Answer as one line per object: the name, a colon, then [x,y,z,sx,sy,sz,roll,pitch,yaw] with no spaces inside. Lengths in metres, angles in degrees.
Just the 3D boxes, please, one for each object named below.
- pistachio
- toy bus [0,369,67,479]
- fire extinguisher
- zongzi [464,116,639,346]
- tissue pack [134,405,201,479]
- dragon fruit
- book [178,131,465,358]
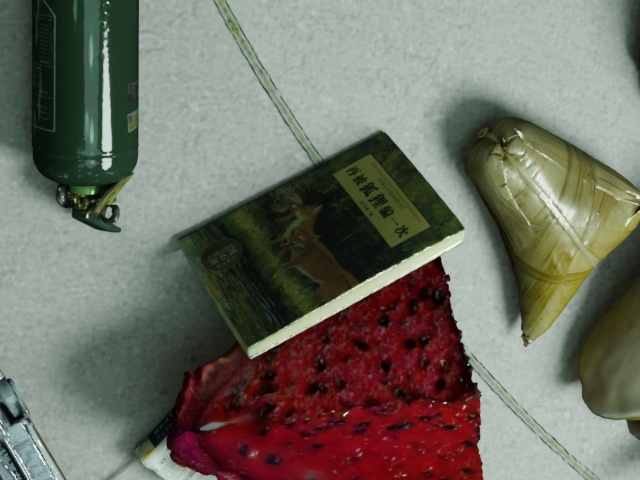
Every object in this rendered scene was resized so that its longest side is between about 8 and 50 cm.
pistachio: [0.387,0.091,1.816,0.166,0.197,0.288,27,118,-18]
toy bus: [-0.287,0.212,1.661,0.097,0.138,0.342,-30,112,-9]
fire extinguisher: [-0.203,-0.149,1.609,0.095,0.114,0.311,8,105,20]
zongzi: [0.199,-0.008,1.786,0.194,0.099,0.197,30,102,-24]
tissue pack: [-0.130,0.194,1.760,0.062,0.042,0.083,40,91,-26]
dragon fruit: [0.013,0.129,1.686,0.330,0.240,0.302,-9,86,-23]
book: [0.000,0.000,1.689,0.228,0.160,0.024,-28,139,-8]
